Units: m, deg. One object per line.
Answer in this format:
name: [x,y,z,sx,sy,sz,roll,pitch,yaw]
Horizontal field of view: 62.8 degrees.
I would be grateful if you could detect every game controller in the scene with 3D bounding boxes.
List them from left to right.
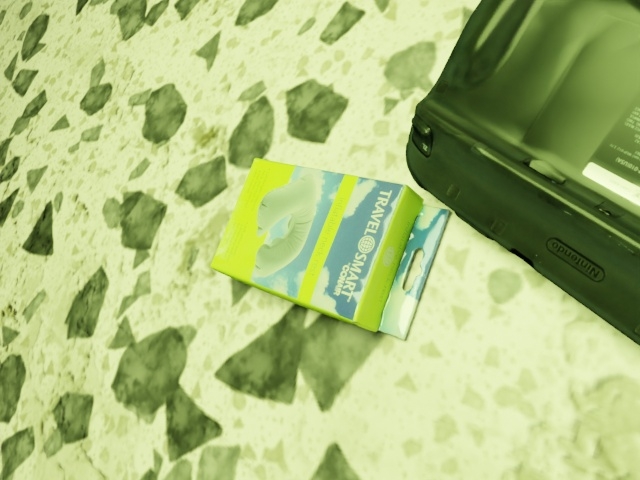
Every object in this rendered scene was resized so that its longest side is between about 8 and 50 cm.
game controller: [0.183,-0.038,0.288,0.319,0.067,0.166,44,110,36]

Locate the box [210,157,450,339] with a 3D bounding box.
box: [0.000,0.000,0.421,0.178,0.042,0.108,15,81,37]
